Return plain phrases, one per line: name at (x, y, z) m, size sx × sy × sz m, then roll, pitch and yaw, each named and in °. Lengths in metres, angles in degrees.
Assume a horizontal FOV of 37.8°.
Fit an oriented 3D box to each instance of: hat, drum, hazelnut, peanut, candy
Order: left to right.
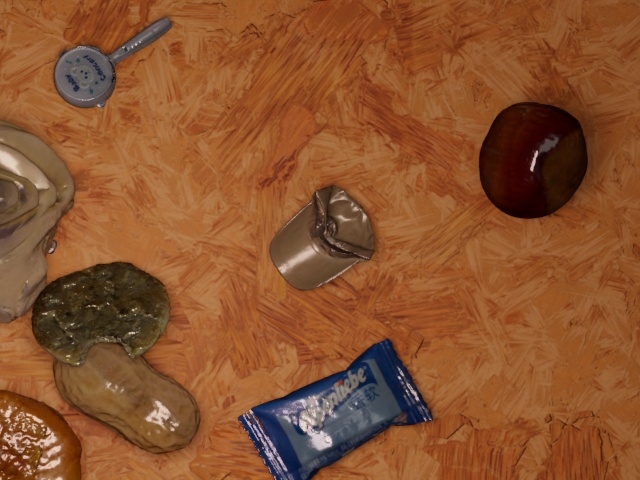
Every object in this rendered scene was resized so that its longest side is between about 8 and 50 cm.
drum at (-0.388, -0.335, 1.801) m, size 0.253 × 0.049 × 0.130 m, roll -22°, pitch 85°, yaw -13°
peanut at (-0.347, 0.273, 1.659) m, size 0.291 × 0.159 × 0.143 m, roll 37°, pitch 98°, yaw -4°
hat at (0.000, 0.000, 1.826) m, size 0.173 × 0.144 × 0.166 m, roll -34°, pitch 91°, yaw 30°
candy at (0.032, 0.334, 1.766) m, size 0.331 × 0.077 × 0.187 m, roll -27°, pitch 80°, yaw -15°
hazelnut at (0.415, -0.156, 1.860) m, size 0.229 × 0.229 × 0.230 m, roll 2°, pitch 81°, yaw -11°

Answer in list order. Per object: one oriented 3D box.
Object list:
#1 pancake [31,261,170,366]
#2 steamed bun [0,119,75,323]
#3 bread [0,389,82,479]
pancake at (-0.388, 0.127, 1.664) m, size 0.253 × 0.037 × 0.254 m, roll 3°, pitch 40°, yaw -3°
steamed bun at (-0.594, -0.051, 1.620) m, size 0.346 × 0.237 × 0.394 m, roll -26°, pitch 86°, yaw -14°
bread at (-0.542, 0.386, 1.610) m, size 0.268 × 0.146 × 0.269 m, roll 1°, pitch 83°, yaw -7°
